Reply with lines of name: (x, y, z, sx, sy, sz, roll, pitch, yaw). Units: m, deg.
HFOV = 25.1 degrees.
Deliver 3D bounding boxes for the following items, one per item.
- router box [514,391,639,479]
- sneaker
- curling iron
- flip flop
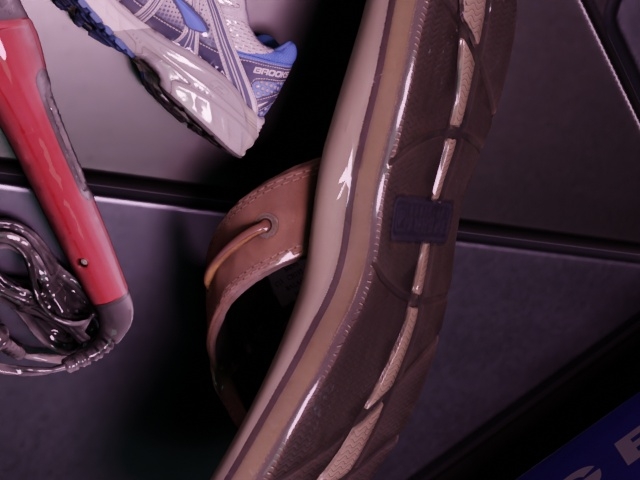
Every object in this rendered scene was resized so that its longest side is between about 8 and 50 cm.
router box: (0.207, 0.214, 0.654, 0.335, 0.082, 0.301, -37, 102, 6)
sneaker: (-0.059, -0.092, 0.523, 0.058, 0.052, 0.135, -51, 127, -6)
curling iron: (-0.128, -0.065, 0.509, 0.068, 0.035, 0.274, -19, 117, -13)
flip flop: (0.000, 0.000, 0.560, 0.112, 0.080, 0.277, 10, 96, -64)
